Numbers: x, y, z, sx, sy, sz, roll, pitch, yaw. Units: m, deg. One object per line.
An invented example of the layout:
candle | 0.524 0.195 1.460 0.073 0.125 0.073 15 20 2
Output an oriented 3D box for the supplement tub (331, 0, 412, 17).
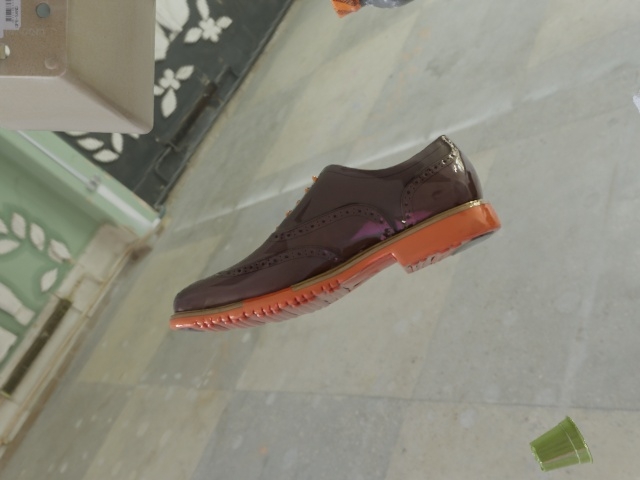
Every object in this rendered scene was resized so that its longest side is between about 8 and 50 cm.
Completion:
supplement tub | 0.139 -0.425 0.791 0.337 0.207 0.207 -24 31 10

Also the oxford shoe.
oxford shoe | 0.000 0.000 0.524 0.271 0.099 0.097 -21 -11 -1

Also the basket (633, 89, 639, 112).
basket | 0.354 -0.109 0.493 0.167 0.103 0.113 -29 8 4

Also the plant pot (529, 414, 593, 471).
plant pot | 0.394 0.345 1.079 0.079 0.083 0.083 -24 29 3

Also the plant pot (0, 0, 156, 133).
plant pot | -0.170 -0.128 0.402 0.096 0.109 0.109 -37 -51 -86
